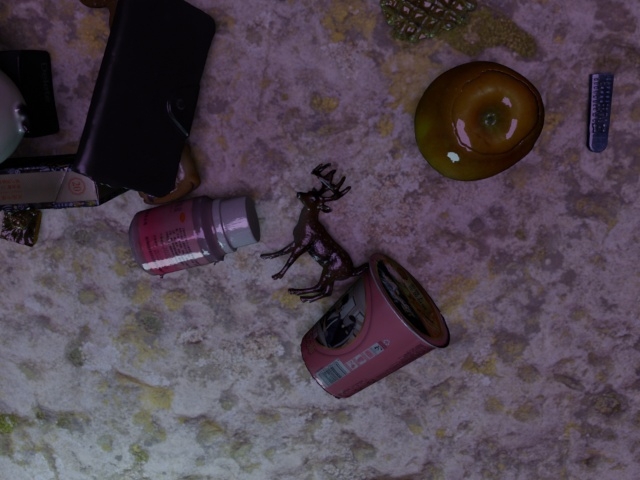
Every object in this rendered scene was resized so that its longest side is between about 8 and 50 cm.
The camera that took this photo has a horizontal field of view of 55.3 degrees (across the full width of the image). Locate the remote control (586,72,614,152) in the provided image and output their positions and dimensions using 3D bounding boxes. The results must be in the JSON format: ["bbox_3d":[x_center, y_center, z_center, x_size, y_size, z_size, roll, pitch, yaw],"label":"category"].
[{"bbox_3d":[0.546,-0.250,1.200,0.043,0.027,0.153,1,105,9],"label":"remote control"}]

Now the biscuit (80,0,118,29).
[{"bbox_3d":[-0.376,-0.511,1.164,0.196,0.049,0.302,-11,104,16],"label":"biscuit"}]

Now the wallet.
[{"bbox_3d":[-0.319,-0.270,1.130,0.197,0.051,0.378,18,86,-41],"label":"wallet"}]

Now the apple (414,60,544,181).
[{"bbox_3d":[0.291,-0.216,1.129,0.236,0.207,0.237,0,106,1],"label":"apple"}]

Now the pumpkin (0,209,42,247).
[{"bbox_3d":[-0.645,-0.034,1.316,0.074,0.054,0.083,15,102,-6],"label":"pumpkin"}]

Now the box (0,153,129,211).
[{"bbox_3d":[-0.551,-0.119,1.210,0.310,0.198,0.084,-3,105,5],"label":"box"}]

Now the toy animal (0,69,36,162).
[{"bbox_3d":[-0.655,-0.263,1.051,0.251,0.251,0.310,-35,109,12],"label":"toy animal"}]

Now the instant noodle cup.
[{"bbox_3d":[0.098,0.191,1.266,0.244,0.244,0.255,44,113,-9],"label":"instant noodle cup"}]

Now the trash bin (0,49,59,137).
[{"bbox_3d":[-0.662,-0.291,1.216,0.225,0.115,0.165,1,107,7],"label":"trash bin"}]

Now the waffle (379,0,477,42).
[{"bbox_3d":[0.201,-0.471,1.149,0.183,0.036,0.169,-16,103,7],"label":"waffle"}]

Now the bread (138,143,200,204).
[{"bbox_3d":[-0.330,-0.188,1.239,0.134,0.081,0.225,-13,103,2],"label":"bread"}]

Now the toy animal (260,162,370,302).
[{"bbox_3d":[-0.003,-0.009,1.285,0.260,0.087,0.243,-41,114,11],"label":"toy animal"}]

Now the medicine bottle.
[{"bbox_3d":[-0.254,-0.017,1.252,0.247,0.147,0.147,-14,105,7],"label":"medicine bottle"}]
